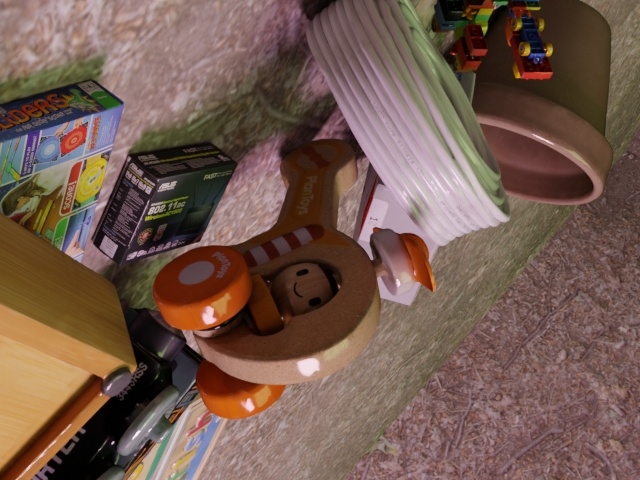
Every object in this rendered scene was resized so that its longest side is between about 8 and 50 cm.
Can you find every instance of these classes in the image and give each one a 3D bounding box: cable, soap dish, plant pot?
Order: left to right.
[{"bbox_3d":[-0.256,0.084,0.603,0.229,0.118,0.291,-46,155,-3],"label":"soap dish"},{"bbox_3d":[0.085,-0.118,0.930,0.089,0.257,0.257,-28,142,15],"label":"cable"},{"bbox_3d":[0.286,-0.204,1.359,0.263,0.263,0.229,58,51,-71],"label":"plant pot"}]

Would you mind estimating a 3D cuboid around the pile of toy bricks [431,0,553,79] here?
[{"bbox_3d":[0.162,-0.237,1.047,0.118,0.212,0.105,-2,152,-15],"label":"pile of toy bricks"}]

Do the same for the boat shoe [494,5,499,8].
[{"bbox_3d":[0.245,-0.344,1.187,0.227,0.081,0.079,-44,160,-26],"label":"boat shoe"}]

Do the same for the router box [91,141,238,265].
[{"bbox_3d":[-0.135,-0.035,0.885,0.122,0.038,0.092,-21,144,-59],"label":"router box"}]

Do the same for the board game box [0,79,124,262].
[{"bbox_3d":[-0.222,-0.010,0.721,0.136,0.035,0.201,-30,151,-51],"label":"board game box"}]

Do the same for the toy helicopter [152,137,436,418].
[{"bbox_3d":[0.000,0.000,0.954,0.355,0.235,0.140,-79,156,-53],"label":"toy helicopter"}]

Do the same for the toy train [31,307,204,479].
[{"bbox_3d":[-0.234,0.206,0.951,0.334,0.142,0.190,-53,172,0],"label":"toy train"}]

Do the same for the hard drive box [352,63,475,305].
[{"bbox_3d":[0.104,-0.073,1.171,0.181,0.089,0.232,108,-3,-47],"label":"hard drive box"}]

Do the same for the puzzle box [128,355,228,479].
[{"bbox_3d":[-0.246,0.332,1.279,0.272,0.052,0.409,-26,148,-54],"label":"puzzle box"}]
